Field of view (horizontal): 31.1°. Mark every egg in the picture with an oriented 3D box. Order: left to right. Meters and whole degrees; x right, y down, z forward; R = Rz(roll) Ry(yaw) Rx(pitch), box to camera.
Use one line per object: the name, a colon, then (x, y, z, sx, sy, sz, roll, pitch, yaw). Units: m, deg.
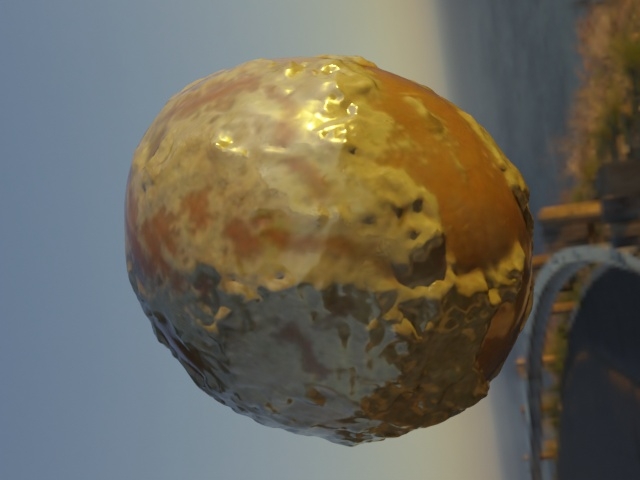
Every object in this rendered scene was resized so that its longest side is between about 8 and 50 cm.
egg: (0.000, 0.000, 0.618, 0.203, 0.245, 0.203, -36, -36, -32)
